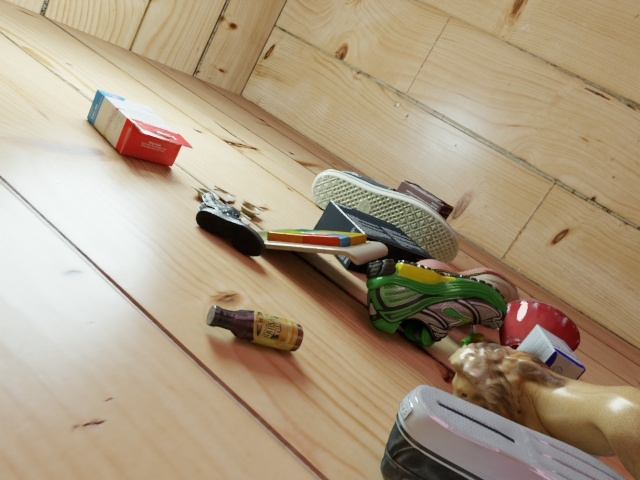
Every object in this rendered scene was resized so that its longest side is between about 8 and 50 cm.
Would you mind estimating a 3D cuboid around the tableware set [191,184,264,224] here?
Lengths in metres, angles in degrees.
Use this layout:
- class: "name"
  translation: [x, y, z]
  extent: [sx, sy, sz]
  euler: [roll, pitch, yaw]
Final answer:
- class: "tableware set"
  translation: [-0.201, -0.083, 1.058]
  extent: [0.141, 0.020, 0.169]
  euler: [31, 16, 3]

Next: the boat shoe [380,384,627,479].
- class: "boat shoe"
  translation: [0.223, 0.280, 0.511]
  extent: [0.335, 0.119, 0.121]
  euler: [28, 18, 12]

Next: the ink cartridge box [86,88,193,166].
- class: "ink cartridge box"
  translation: [-0.404, -0.241, 1.071]
  extent: [0.231, 0.078, 0.134]
  euler: [41, 19, 33]

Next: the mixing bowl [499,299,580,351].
- class: "mixing bowl"
  translation: [0.489, 0.237, 1.108]
  extent: [0.181, 0.181, 0.098]
  euler: [34, 54, 13]

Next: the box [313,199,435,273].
- class: "box"
  translation: [0.138, 0.011, 1.233]
  extent: [0.261, 0.103, 0.184]
  euler: [18, 23, -38]

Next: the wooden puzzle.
- class: "wooden puzzle"
  translation: [0.000, 0.000, 0.978]
  extent: [0.238, 0.044, 0.221]
  euler: [10, 7, 22]

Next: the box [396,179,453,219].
- class: "box"
  translation: [0.320, -0.076, 1.649]
  extent: [0.168, 0.203, 0.167]
  euler: [37, 16, 21]

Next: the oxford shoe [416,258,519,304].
- class: "oxford shoe"
  translation: [0.378, 0.156, 1.195]
  extent: [0.397, 0.140, 0.146]
  euler: [8, 31, -33]

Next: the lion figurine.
- class: "lion figurine"
  translation: [0.348, 0.236, 0.619]
  extent: [0.240, 0.142, 0.392]
  euler: [55, -28, -5]

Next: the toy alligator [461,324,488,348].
- class: "toy alligator"
  translation: [0.318, 0.223, 1.004]
  extent: [0.051, 0.056, 0.190]
  euler: [-10, 14, 7]

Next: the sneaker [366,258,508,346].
- class: "sneaker"
  translation: [0.228, 0.139, 0.949]
  extent: [0.343, 0.146, 0.134]
  euler: [13, -13, -26]

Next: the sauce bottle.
- class: "sauce bottle"
  translation: [-0.084, 0.113, 0.621]
  extent: [0.128, 0.042, 0.042]
  euler: [20, 19, -30]

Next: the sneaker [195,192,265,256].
- class: "sneaker"
  translation: [-0.166, -0.032, 0.903]
  extent: [0.170, 0.051, 0.089]
  euler: [29, 20, 6]

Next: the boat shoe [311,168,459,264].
- class: "boat shoe"
  translation: [0.211, -0.085, 1.527]
  extent: [0.500, 0.187, 0.156]
  euler: [27, 21, 8]

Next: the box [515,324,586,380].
- class: "box"
  translation: [0.450, 0.261, 0.980]
  extent: [0.072, 0.126, 0.137]
  euler: [33, 16, 2]
